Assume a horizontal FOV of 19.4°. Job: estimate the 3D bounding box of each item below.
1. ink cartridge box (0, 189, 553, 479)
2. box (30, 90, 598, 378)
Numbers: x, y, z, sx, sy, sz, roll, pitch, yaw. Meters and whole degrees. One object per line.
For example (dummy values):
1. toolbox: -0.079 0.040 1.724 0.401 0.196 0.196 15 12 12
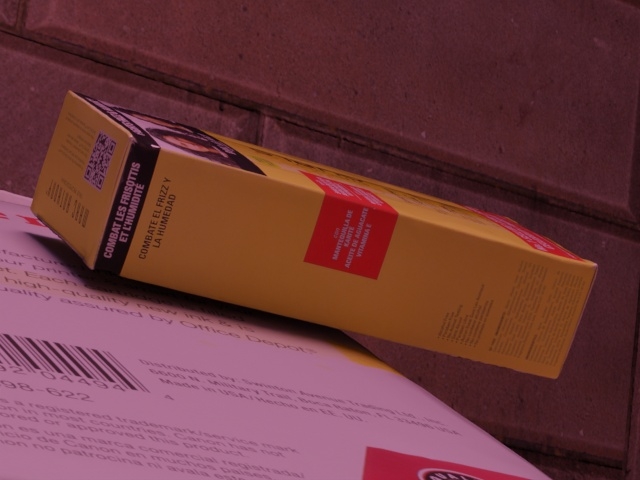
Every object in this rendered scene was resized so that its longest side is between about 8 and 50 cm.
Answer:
1. ink cartridge box: -0.094 0.102 0.704 0.279 0.160 0.384 13 10 -30
2. box: 0.000 0.000 0.803 0.232 0.058 0.087 16 9 -28
